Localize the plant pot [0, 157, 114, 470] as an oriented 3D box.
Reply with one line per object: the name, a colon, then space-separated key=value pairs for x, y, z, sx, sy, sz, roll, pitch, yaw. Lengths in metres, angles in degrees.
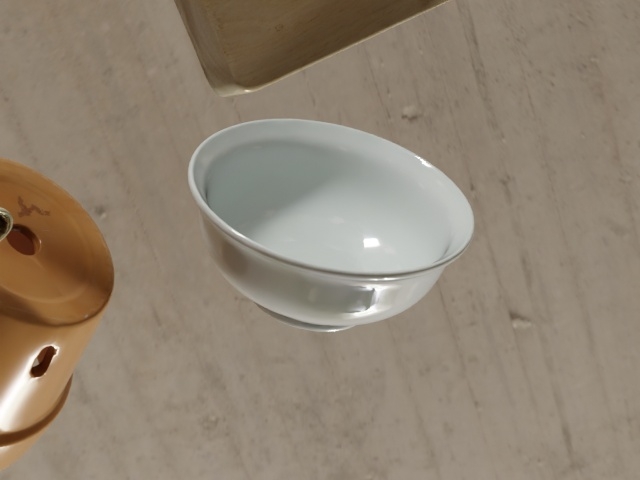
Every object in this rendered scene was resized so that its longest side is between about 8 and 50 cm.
plant pot: x=-0.337 y=0.056 z=1.075 sx=0.291 sy=0.291 sz=0.203 roll=39 pitch=-59 yaw=-15

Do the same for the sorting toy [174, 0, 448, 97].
sorting toy: x=-0.019 y=-0.233 z=0.602 sx=0.257 sy=0.089 sz=0.255 roll=-31 pitch=-75 yaw=-35

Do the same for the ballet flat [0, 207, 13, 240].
ballet flat: x=-0.306 y=0.012 z=0.873 sx=0.052 sy=0.168 sz=0.057 roll=14 pitch=-53 yaw=22

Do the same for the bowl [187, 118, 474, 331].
bowl: x=0.000 y=0.000 z=1.164 sx=0.297 sy=0.298 sz=0.134 roll=12 pitch=-58 yaw=-5
